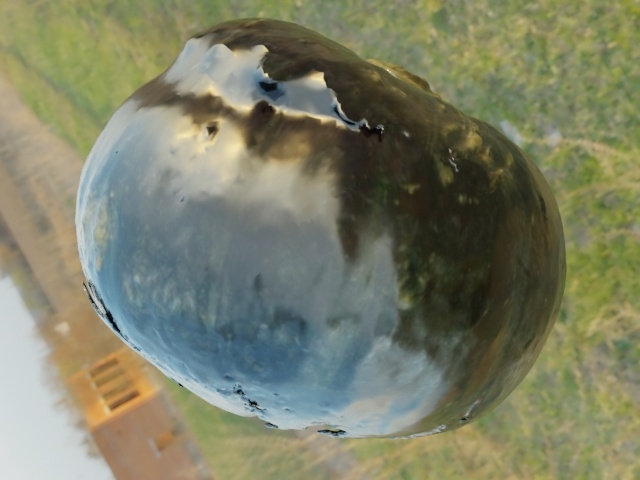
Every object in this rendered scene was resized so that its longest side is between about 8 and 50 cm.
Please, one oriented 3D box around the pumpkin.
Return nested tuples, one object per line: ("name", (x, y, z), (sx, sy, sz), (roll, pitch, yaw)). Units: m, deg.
("pumpkin", (0.000, 0.000, 1.124), (0.454, 0.344, 0.454), (24, -174, -3))
